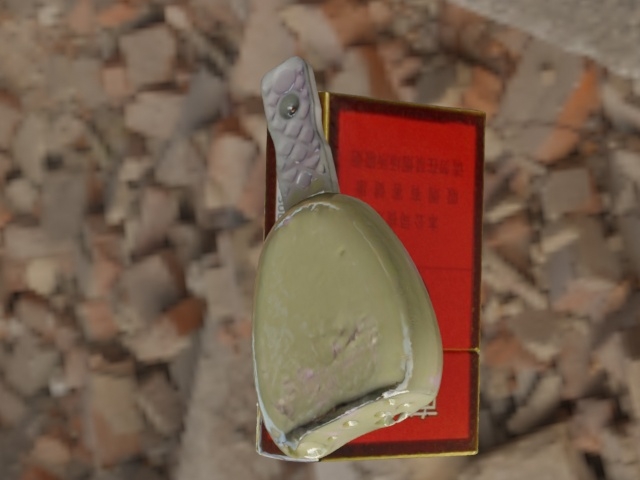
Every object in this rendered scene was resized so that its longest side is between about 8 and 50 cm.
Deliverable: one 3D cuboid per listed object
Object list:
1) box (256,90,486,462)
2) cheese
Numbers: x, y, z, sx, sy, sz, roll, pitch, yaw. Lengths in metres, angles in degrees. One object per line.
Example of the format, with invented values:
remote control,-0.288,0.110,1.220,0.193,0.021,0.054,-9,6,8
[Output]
box,0.036,0.026,1.295,0.074,0.153,0.239,1,88,44
cheese,0.000,0.000,0.888,0.097,0.037,0.192,-28,60,31
